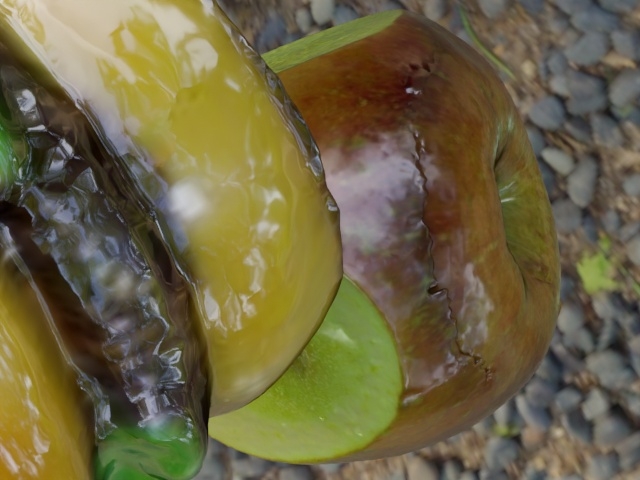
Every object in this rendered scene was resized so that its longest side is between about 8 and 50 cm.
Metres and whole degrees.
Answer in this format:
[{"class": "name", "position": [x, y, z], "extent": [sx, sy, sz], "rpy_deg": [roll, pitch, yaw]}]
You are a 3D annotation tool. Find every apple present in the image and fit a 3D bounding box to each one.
[{"class": "apple", "position": [0.000, 0.000, 1.305], "extent": [0.374, 0.384, 0.374], "rpy_deg": [-5, 77, 23]}]

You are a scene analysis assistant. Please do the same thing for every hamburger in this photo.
[{"class": "hamburger", "position": [-0.199, -0.004, 0.934], "extent": [0.277, 0.396, 0.395], "rpy_deg": [-39, 110, -21]}]
